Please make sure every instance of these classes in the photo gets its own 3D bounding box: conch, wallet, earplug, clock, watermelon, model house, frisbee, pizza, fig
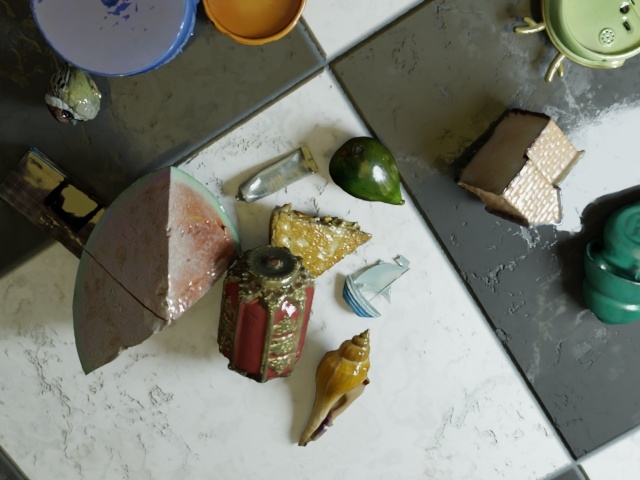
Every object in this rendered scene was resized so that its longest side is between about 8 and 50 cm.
[{"bbox_3d":[0.023,0.293,1.705,0.093,0.109,0.330,49,127,24],"label":"conch"},{"bbox_3d":[-0.488,-0.061,1.604,0.230,0.042,0.124,40,104,-10],"label":"wallet"},{"bbox_3d":[0.619,0.037,1.629,0.257,0.164,0.280,-5,125,-38],"label":"earplug"},{"bbox_3d":[0.502,-0.416,1.497,0.308,0.096,0.235,-36,105,10],"label":"clock"},{"bbox_3d":[-0.292,0.067,1.583,0.292,0.222,0.319,-22,69,36],"label":"watermelon"},{"bbox_3d":[0.384,-0.119,1.563,0.172,0.166,0.183,38,87,-27],"label":"model house"},{"bbox_3d":[-0.118,-0.445,1.501,0.192,0.035,0.192,-1,108,-2],"label":"frisbee"},{"bbox_3d":[0.000,0.000,1.629,0.198,0.062,0.188,-9,120,-4],"label":"pizza"},{"bbox_3d":[0.102,-0.113,1.579,0.117,0.117,0.177,-43,114,10],"label":"fig"}]

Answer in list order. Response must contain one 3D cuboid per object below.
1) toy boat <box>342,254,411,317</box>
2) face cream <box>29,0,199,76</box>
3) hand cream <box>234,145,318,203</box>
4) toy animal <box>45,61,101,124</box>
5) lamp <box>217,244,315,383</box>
[{"bbox_3d":[0.103,0.084,1.667,0.105,0.034,0.149,28,105,-12],"label":"toy boat"},{"bbox_3d":[-0.332,-0.400,1.412,0.249,0.225,0.249,0,104,-2],"label":"face cream"},{"bbox_3d":[-0.088,-0.118,1.608,0.165,0.037,0.057,-29,105,-1],"label":"hand cream"},{"bbox_3d":[-0.453,-0.274,1.518,0.098,0.098,0.137,-24,89,6],"label":"toy animal"},{"bbox_3d":[-0.102,0.138,1.582,0.177,0.177,0.274,8,128,-4],"label":"lamp"}]
